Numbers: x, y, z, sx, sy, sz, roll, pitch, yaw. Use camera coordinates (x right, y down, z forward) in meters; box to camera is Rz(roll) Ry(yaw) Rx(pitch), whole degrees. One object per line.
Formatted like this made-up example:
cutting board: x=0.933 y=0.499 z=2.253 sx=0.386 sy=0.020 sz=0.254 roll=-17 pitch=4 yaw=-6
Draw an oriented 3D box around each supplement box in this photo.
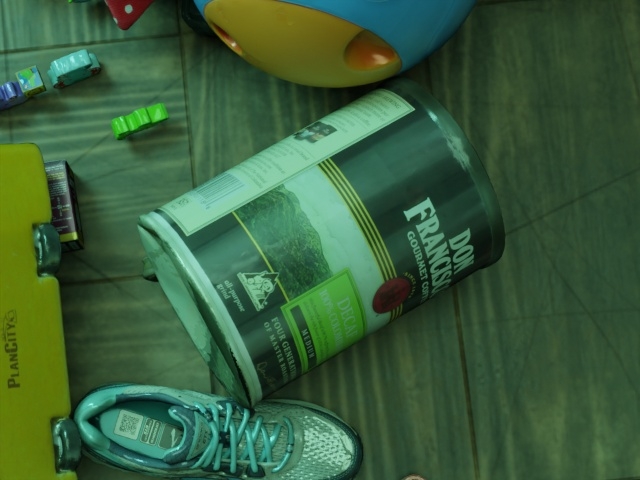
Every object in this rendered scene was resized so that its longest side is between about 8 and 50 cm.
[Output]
supplement box: x=-0.264 y=-0.032 z=1.337 sx=0.043 sy=0.055 sz=0.083 roll=-10 pitch=81 yaw=-3

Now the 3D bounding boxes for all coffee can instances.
coffee can: x=0.000 y=0.000 z=1.238 sx=0.275 sy=0.201 sz=0.201 roll=-30 pitch=81 yaw=-14

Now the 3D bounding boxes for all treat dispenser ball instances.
treat dispenser ball: x=0.013 y=-0.281 z=1.212 sx=0.288 sy=0.288 sz=0.288 roll=0 pitch=80 yaw=0

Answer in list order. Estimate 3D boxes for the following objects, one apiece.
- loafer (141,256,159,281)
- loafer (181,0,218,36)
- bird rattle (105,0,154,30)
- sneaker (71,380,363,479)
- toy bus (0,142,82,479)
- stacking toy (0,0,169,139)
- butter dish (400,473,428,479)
loafer: x=-0.116 y=-0.007 z=1.335 sx=0.148 sy=0.056 sz=0.050 roll=-28 pitch=80 yaw=-15
loafer: x=-0.085 y=-0.315 z=1.368 sx=0.078 sy=0.076 sz=0.223 roll=2 pitch=81 yaw=41
bird rattle: x=-0.220 y=-0.342 z=1.323 sx=0.254 sy=0.143 sz=0.207 roll=19 pitch=62 yaw=13
sneaker: x=-0.101 y=0.194 z=1.263 sx=0.283 sy=0.122 sz=0.110 roll=6 pitch=81 yaw=1
toy bus: x=-0.302 y=0.079 z=1.239 sx=0.108 sy=0.130 sz=0.332 roll=-5 pitch=87 yaw=-29
stacking toy: x=-0.285 y=-0.159 z=1.365 sx=0.221 sy=0.052 sz=0.167 roll=-21 pitch=82 yaw=-6
butter dish: x=0.088 y=0.321 z=1.244 sx=0.160 sy=0.118 sz=0.160 roll=-42 pitch=83 yaw=-6
